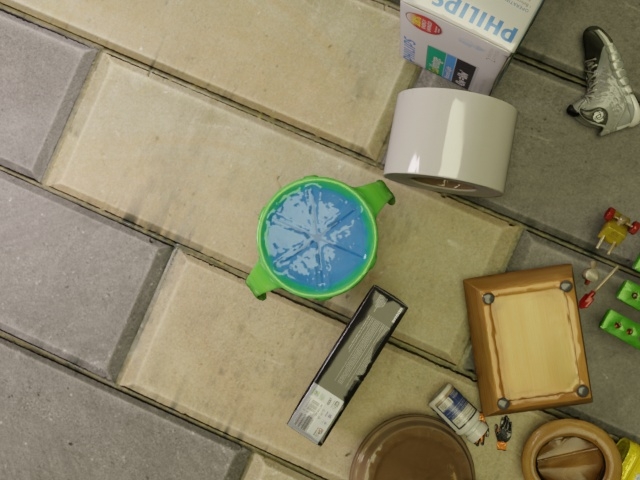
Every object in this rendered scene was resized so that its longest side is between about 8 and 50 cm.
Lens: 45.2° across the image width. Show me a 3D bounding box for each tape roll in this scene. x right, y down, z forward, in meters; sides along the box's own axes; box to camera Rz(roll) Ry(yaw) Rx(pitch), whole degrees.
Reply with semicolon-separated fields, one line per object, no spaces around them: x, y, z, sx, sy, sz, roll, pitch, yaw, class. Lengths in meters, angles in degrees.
0.258;-0.191;1.530;0.246;0.246;0.169;11;89;4;tape roll

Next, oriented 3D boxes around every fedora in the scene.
0.508;0.449;1.561;0.194;0.079;0.194;-1;85;16;fedora

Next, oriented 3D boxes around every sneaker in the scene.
0.564;-0.323;1.597;0.132;0.086;0.229;-24;87;5;sneaker

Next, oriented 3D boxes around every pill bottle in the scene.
0.286;0.359;1.590;0.120;0.067;0.067;45;91;7;pill bottle

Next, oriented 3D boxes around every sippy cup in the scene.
0.000;0.000;1.548;0.305;0.224;0.240;-1;87;3;sippy cup

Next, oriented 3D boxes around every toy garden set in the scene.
0.621;0.069;1.545;0.203;0.049;0.244;29;91;3;toy garden set

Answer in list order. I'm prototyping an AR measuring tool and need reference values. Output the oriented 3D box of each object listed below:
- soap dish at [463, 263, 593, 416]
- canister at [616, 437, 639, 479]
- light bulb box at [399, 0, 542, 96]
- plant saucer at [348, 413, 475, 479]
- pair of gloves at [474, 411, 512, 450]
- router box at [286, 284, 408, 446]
0.426;0.206;1.565;0.228;0.118;0.291;-8;88;3;soap dish
0.669;0.498;1.560;0.169;0.073;0.126;28;91;3;canister
0.332;-0.512;1.482;0.225;0.358;0.361;28;91;6;light bulb box
0.194;0.496;1.566;0.277;0.041;0.278;1;85;-14;plant saucer
0.360;0.401;1.614;0.083;0.010;0.074;8;88;3;pair of gloves
0.057;0.236;1.525;0.081;0.243;0.309;32;90;4;router box
